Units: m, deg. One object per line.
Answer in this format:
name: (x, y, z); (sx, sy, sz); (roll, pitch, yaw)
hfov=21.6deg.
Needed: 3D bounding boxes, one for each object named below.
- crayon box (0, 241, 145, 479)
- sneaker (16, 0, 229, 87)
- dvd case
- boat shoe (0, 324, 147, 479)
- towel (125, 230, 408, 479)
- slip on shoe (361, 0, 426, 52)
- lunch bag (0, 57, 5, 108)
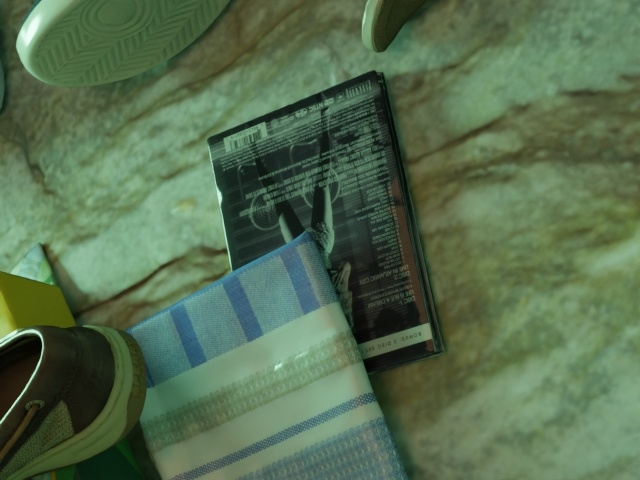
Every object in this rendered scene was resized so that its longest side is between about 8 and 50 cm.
crayon box: (-0.266, 0.175, 1.366); (0.203, 0.083, 0.323); (-43, 55, 21)
sneaker: (-0.120, -0.272, 1.340); (0.350, 0.131, 0.148); (-40, 56, 18)
dvd case: (0.000, 0.000, 1.277); (0.164, 0.018, 0.221); (-20, 73, 30)
boat shoe: (-0.290, 0.154, 1.254); (0.342, 0.123, 0.123); (-28, 61, 27)
towel: (-0.041, 0.162, 1.259); (0.209, 0.034, 0.285); (-27, 75, 28)
slip on shoe: (0.075, -0.198, 1.240); (0.041, 0.051, 0.135); (29, 94, 21)
lunch bag: (-0.424, -0.171, 1.525); (0.303, 0.115, 0.243); (-17, 77, 31)
